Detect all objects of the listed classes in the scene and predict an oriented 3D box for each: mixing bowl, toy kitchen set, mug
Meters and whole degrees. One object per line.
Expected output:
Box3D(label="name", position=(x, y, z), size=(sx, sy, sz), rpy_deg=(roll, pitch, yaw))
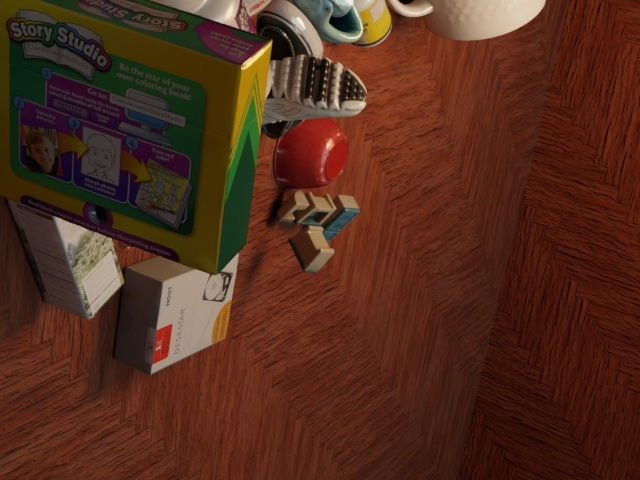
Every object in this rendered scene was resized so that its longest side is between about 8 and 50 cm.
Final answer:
Box3D(label="mixing bowl", position=(-0.006, -0.178, 2.351), size=(0.181, 0.098, 0.181), rpy_deg=(-45, 146, -42))
Box3D(label="toy kitchen set", position=(0.000, 0.000, 2.410), size=(0.207, 0.166, 0.122), rpy_deg=(4, 141, -49))
Box3D(label="mug", position=(0.281, -0.616, 2.442), size=(0.374, 0.276, 0.328), rpy_deg=(-28, 129, -12))

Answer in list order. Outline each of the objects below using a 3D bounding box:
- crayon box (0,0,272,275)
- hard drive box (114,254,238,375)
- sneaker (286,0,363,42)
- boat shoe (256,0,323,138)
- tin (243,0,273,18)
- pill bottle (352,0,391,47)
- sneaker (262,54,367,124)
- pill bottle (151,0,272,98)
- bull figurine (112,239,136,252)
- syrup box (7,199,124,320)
Box3D(label="crayon box", position=(-0.260, -0.159, 1.511), size=(0.106, 0.362, 0.313), rpy_deg=(-51, 156, -53))
Box3D(label="hard drive box", position=(-0.259, 0.117, 2.081), size=(0.232, 0.089, 0.181), rpy_deg=(-23, 128, -56))
Box3D(label="sneaker", position=(-0.008, -0.477, 2.065), size=(0.135, 0.150, 0.366), rpy_deg=(-66, 154, -10))
Box3D(label="boat shoe", position=(-0.069, -0.296, 2.089), size=(0.119, 0.121, 0.335), rpy_deg=(-57, 159, -23))
Box3D(label="tin", position=(-0.137, -0.431, 1.869), size=(0.106, 0.040, 0.190), rpy_deg=(-32, 149, 7))
Box3D(label="pill bottle", position=(0.074, -0.473, 2.283), size=(0.103, 0.103, 0.184), rpy_deg=(-62, 153, -16))
Box3D(label="sneaker", position=(-0.062, -0.253, 1.993), size=(0.118, 0.292, 0.110), rpy_deg=(85, 16, -56))
Box3D(label="pill bottle", position=(-0.191, -0.326, 1.796), size=(0.169, 0.169, 0.301), rpy_deg=(-59, 153, -20))
Box3D(label="bull figurine", position=(-0.287, -0.138, 1.823), size=(0.188, 0.101, 0.310), rpy_deg=(-32, 135, -54))
Box3D(label="syrup box", position=(-0.383, 0.001, 1.743), size=(0.093, 0.096, 0.237), rpy_deg=(-52, 149, -36))
